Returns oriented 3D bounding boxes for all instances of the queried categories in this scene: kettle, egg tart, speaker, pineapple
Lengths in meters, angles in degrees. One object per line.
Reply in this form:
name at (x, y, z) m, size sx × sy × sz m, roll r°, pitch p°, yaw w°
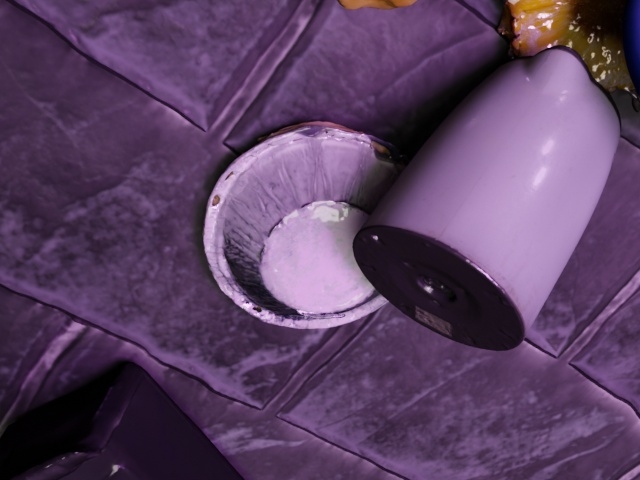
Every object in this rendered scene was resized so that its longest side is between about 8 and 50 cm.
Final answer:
kettle at (0.161, -0.030, 0.692) m, size 0.236 × 0.161 × 0.221 m, roll -55°, pitch 156°, yaw -22°
egg tart at (0.000, 0.000, 0.745) m, size 0.234 × 0.094 × 0.234 m, roll -4°, pitch 121°, yaw -6°
speaker at (-0.197, 0.310, 0.831) m, size 0.180 × 0.184 × 0.388 m, roll -29°, pitch 120°, yaw 7°
pineapple at (0.261, -0.220, 0.697) m, size 0.221 × 0.047 × 0.221 m, roll -2°, pitch 120°, yaw -4°

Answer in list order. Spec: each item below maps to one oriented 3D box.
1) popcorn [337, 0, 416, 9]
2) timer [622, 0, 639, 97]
popcorn at (0.040, -0.300, 0.498) m, size 0.316 × 0.281 × 0.297 m, roll 2°, pitch 136°, yaw 3°
timer at (0.448, -0.130, 0.657) m, size 0.270 × 0.270 × 0.383 m, roll -46°, pitch 143°, yaw 16°
